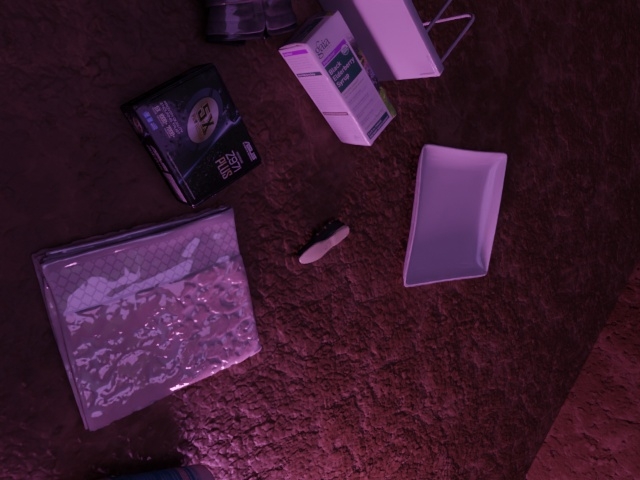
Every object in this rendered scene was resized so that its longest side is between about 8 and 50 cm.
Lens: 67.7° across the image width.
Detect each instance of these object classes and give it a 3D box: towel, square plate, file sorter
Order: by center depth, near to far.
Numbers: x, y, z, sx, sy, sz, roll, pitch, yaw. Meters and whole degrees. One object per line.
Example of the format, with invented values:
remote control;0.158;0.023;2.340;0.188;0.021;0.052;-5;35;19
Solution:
towel;-0.270;0.124;0.821;0.331;0.053;0.317;-19;114;-31
file sorter;0.129;-0.463;0.876;0.173;0.192;0.278;-54;127;-16
square plate;0.345;-0.065;1.240;0.343;0.049;0.348;-3;104;-36

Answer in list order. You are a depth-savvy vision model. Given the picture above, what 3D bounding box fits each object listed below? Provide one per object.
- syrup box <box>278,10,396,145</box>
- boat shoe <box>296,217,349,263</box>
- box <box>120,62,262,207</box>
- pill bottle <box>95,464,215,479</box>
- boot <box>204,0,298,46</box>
syrup box;0.037;-0.301;0.910;0.093;0.096;0.237;-51;128;-14
boat shoe;0.000;0.001;1.001;0.133;0.042;0.049;-37;147;-23
box;-0.203;-0.169;0.774;0.147;0.077;0.180;-38;122;-24
pill bottle;-0.319;0.480;0.821;0.264;0.146;0.146;12;95;-38
boot;-0.175;-0.408;0.713;0.338;0.118;0.223;-15;116;-29
